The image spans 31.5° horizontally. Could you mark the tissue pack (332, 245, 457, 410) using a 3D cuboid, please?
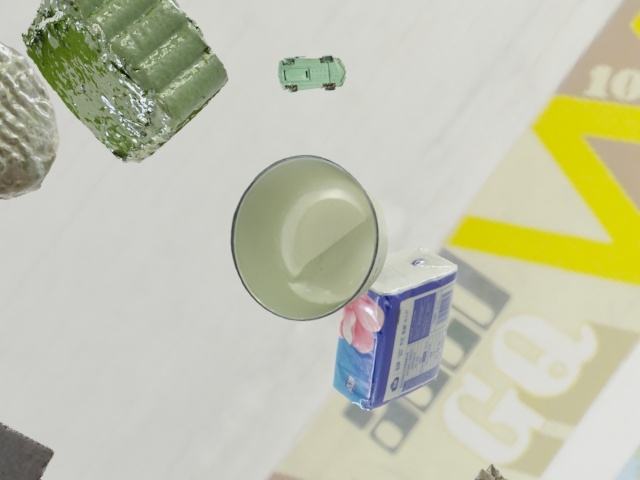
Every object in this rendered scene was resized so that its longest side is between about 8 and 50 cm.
[{"bbox_3d":[0.135,0.161,2.135,0.209,0.137,0.270,-18,-52,-35],"label":"tissue pack"}]

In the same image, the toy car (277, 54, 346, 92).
[{"bbox_3d":[-0.014,-0.276,1.865,0.035,0.122,0.059,-41,-52,-65],"label":"toy car"}]

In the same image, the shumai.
[{"bbox_3d":[-0.516,-0.133,1.586,0.267,0.314,0.262,-56,-1,-29],"label":"shumai"}]

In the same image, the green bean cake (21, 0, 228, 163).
[{"bbox_3d":[-0.215,-0.195,1.233,0.113,0.200,0.214,-43,5,-27],"label":"green bean cake"}]

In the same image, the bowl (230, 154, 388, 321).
[{"bbox_3d":[0.000,0.000,1.648,0.126,0.238,0.238,6,-65,-62],"label":"bowl"}]

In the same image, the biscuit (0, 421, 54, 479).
[{"bbox_3d":[-0.613,0.299,1.812,0.073,0.388,0.107,-31,30,60],"label":"biscuit"}]

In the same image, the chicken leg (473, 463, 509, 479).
[{"bbox_3d":[0.313,0.417,1.767,0.080,0.196,0.125,-39,-60,-23],"label":"chicken leg"}]
